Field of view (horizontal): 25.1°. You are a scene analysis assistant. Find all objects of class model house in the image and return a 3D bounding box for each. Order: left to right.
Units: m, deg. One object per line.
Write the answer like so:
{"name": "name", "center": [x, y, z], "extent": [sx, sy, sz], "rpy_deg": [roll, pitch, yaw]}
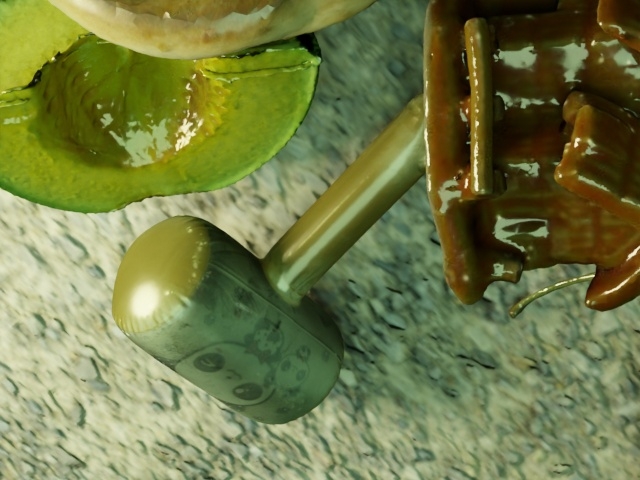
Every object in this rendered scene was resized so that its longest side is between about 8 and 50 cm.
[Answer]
{"name": "model house", "center": [0.194, -0.088, 0.986], "extent": [0.229, 0.199, 0.219], "rpy_deg": [-7, 129, 16]}

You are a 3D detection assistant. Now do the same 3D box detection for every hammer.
{"name": "hammer", "center": [0.000, 0.000, 1.107], "extent": [0.305, 0.113, 0.202], "rpy_deg": [-43, 131, 11]}

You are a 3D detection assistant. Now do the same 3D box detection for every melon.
{"name": "melon", "center": [-0.136, -0.116, 1.059], "extent": [0.265, 0.129, 0.169], "rpy_deg": [-11, 150, -3]}

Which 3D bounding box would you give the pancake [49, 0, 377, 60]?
{"name": "pancake", "center": [-0.061, -0.312, 0.915], "extent": [0.382, 0.071, 0.382], "rpy_deg": [2, 100, 10]}

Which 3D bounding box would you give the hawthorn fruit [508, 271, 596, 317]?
{"name": "hawthorn fruit", "center": [0.275, 0.022, 1.082], "extent": [0.285, 0.165, 0.165], "rpy_deg": [4, 121, 34]}
